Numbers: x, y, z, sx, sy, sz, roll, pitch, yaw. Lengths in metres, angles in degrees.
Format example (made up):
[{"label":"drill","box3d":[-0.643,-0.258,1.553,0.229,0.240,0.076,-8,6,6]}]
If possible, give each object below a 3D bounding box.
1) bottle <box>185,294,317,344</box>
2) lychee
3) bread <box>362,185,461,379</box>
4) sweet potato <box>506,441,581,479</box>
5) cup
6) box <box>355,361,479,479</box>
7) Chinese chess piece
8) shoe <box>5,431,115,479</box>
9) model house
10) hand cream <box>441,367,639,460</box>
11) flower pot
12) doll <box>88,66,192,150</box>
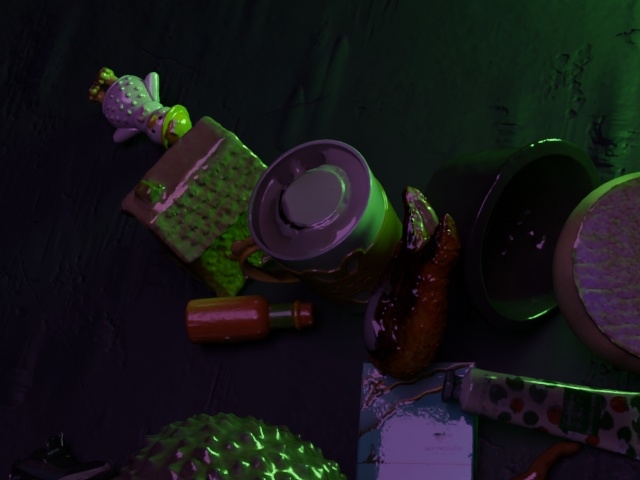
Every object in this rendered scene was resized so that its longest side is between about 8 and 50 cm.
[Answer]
[{"label":"bottle","box3d":[-0.099,0.113,1.947,0.187,0.069,0.069,-5,65,12]},{"label":"lychee","box3d":[-0.105,0.408,1.645,0.432,0.380,0.380,26,75,23]},{"label":"bread","box3d":[0.127,0.069,1.781,0.139,0.095,0.269,47,126,49]},{"label":"sweet potato","box3d":[0.268,0.319,1.766,0.179,0.044,0.044,-42,62,-4]},{"label":"cup","box3d":[0.000,0.000,1.878,0.241,0.226,0.185,-22,54,16]},{"label":"box","box3d":[0.132,0.277,1.822,0.162,0.041,0.229,-2,65,14]},{"label":"Chinese chess piece","box3d":[0.439,0.042,1.763,0.270,0.112,0.270,1,79,-5]},{"label":"shoe","box3d":[-0.376,0.323,1.926,0.169,0.071,0.099,-16,60,11]},{"label":"model house","box3d":[-0.162,-0.055,1.949,0.193,0.234,0.175,-47,63,-7]},{"label":"hand cream","box3d":[0.298,0.219,1.780,0.276,0.059,0.095,11,68,1]},{"label":"flower pot","box3d":[0.243,-0.027,1.845,0.166,0.269,0.269,26,73,45]},{"label":"doll","box3d":[-0.279,-0.202,2.137,0.207,0.081,0.129,32,96,23]}]
